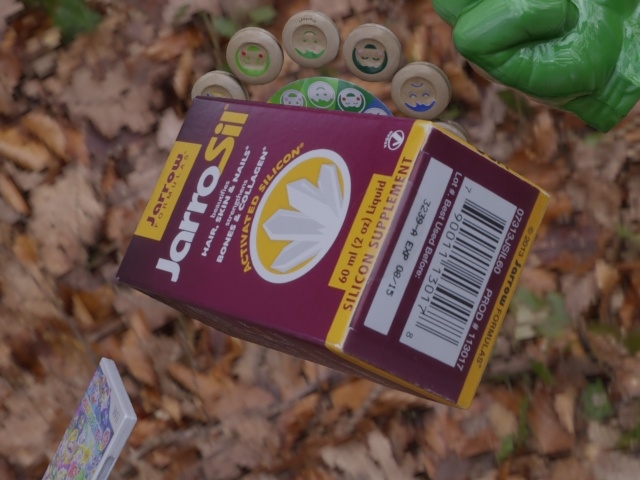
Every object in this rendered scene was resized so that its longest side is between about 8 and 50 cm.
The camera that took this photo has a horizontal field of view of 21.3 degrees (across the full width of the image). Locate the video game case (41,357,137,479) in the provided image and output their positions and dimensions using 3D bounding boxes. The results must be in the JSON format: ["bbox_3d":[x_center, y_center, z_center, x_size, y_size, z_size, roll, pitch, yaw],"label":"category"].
[{"bbox_3d":[-0.165,0.153,1.184,0.122,0.011,0.087,-62,26,14],"label":"video game case"}]

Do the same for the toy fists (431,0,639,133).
[{"bbox_3d":[0.159,-0.206,1.031,0.142,0.096,0.279,26,65,-8],"label":"toy fists"}]

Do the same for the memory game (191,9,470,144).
[{"bbox_3d":[0.003,-0.056,1.062,0.186,0.186,0.012,3,28,16],"label":"memory game"}]

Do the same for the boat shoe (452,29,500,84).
[{"bbox_3d":[0.189,-0.293,1.680,0.123,0.123,0.342,-19,61,22],"label":"boat shoe"}]

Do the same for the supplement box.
[{"bbox_3d":[0.000,0.000,0.776,0.188,0.081,0.104,12,78,53],"label":"supplement box"}]
